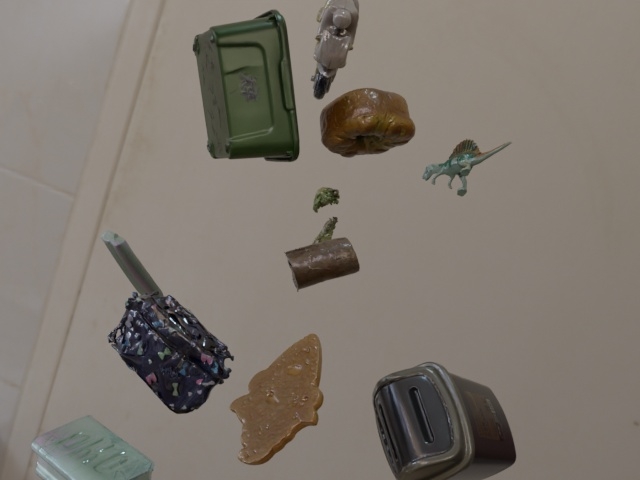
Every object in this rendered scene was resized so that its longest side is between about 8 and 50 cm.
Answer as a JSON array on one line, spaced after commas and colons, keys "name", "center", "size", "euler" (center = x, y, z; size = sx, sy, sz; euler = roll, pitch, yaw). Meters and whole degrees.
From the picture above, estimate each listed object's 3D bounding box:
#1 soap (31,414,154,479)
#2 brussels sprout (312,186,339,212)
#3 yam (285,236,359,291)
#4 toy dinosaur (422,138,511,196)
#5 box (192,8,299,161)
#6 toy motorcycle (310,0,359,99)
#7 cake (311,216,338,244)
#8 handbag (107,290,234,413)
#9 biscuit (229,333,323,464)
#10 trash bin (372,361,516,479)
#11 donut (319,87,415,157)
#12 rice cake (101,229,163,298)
[{"name": "soap", "center": [-0.451, 0.454, 1.586], "size": [0.261, 0.094, 0.150], "euler": [19, 31, 40]}, {"name": "brussels sprout", "center": [0.016, -0.109, 2.060], "size": [0.085, 0.058, 0.085], "euler": [-16, 15, 4]}, {"name": "yam", "center": [0.002, 0.040, 1.493], "size": [0.127, 0.084, 0.084], "euler": [-18, 19, -8]}, {"name": "toy dinosaur", "center": [0.270, -0.152, 1.488], "size": [0.044, 0.187, 0.106], "euler": [27, 33, -26]}, {"name": "box", "center": [-0.171, -0.332, 1.777], "size": [0.177, 0.329, 0.252], "euler": [-8, 8, -19]}, {"name": "toy motorcycle", "center": [0.040, -0.538, 2.013], "size": [0.107, 0.341, 0.223], "euler": [14, -22, -6]}, {"name": "cake", "center": [0.000, 0.000, 1.904], "size": [0.055, 0.140, 0.051], "euler": [22, -20, -20]}, {"name": "handbag", "center": [-0.302, 0.221, 1.623], "size": [0.260, 0.162, 0.113], "euler": [40, 17, 14]}, {"name": "biscuit", "center": [-0.063, 0.263, 1.330], "size": [0.162, 0.250, 0.035], "euler": [14, -30, 30]}, {"name": "trash bin", "center": [0.225, 0.350, 1.481], "size": [0.290, 0.182, 0.210], "euler": [22, 41, -47]}, {"name": "donut", "center": [0.106, -0.271, 1.863], "size": [0.226, 0.114, 0.226], "euler": [-9, -12, -2]}, {"name": "rice cake", "center": [-0.470, 0.068, 1.996], "size": [0.080, 0.042, 0.222], "euler": [20, -34, 42]}]
